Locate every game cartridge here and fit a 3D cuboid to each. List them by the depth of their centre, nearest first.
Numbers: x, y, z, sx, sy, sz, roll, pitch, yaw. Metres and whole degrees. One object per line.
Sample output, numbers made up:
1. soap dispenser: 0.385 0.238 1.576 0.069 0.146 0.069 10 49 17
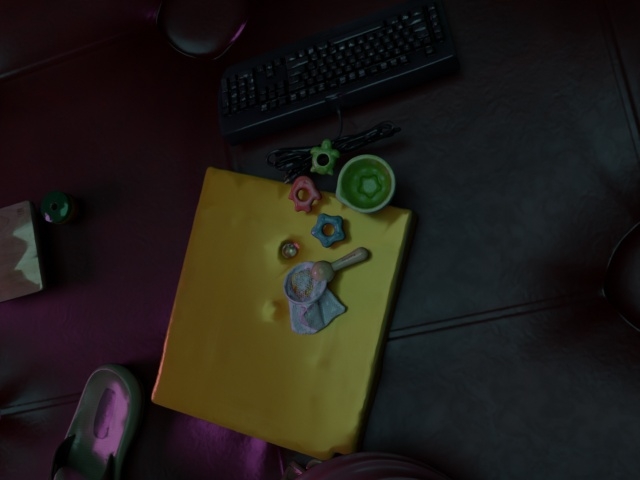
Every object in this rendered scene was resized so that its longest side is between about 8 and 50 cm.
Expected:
1. game cartridge: -0.051 0.089 0.934 0.286 0.053 0.323 14 91 18

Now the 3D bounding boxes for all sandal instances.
1. sandal: -0.317 0.312 0.967 0.120 0.086 0.302 9 87 18

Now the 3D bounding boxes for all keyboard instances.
1. keyboard: 0.017 -0.188 0.929 0.317 0.033 0.201 -17 67 15

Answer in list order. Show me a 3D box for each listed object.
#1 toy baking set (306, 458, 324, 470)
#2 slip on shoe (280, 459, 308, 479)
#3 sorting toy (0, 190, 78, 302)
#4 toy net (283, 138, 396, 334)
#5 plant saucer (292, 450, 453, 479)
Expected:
1. toy baking set: 0.052 0.364 0.877 0.256 0.030 0.196 -4 83 17
2. slip on shoe: 0.014 0.302 0.870 0.135 0.051 0.041 11 71 32
3. sorting toy: -0.462 0.026 1.065 0.275 0.046 0.132 -15 80 15
4. toy net: 0.000 0.000 0.869 0.122 0.045 0.232 23 94 10
5. plant saucer: 0.078 0.373 0.729 0.332 0.084 0.332 11 58 -18
